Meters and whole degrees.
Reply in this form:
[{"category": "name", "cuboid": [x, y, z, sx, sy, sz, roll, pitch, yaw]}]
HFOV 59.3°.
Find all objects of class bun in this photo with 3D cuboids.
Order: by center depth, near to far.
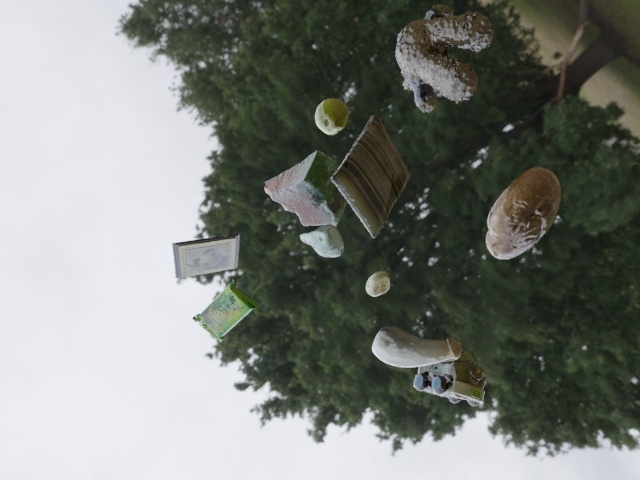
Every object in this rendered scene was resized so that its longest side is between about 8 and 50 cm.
[{"category": "bun", "cuboid": [0.230, 0.170, 2.276, 0.115, 0.115, 0.069, 19, -162, -45]}]

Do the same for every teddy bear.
[{"category": "teddy bear", "cuboid": [0.187, -0.320, 0.961, 0.129, 0.182, 0.251, 21, -176, -12]}]

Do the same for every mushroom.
[{"category": "mushroom", "cuboid": [0.553, -0.072, 1.544, 0.278, 0.278, 0.146, 12, -156, -51]}, {"category": "mushroom", "cuboid": [0.265, 0.312, 1.606, 0.118, 0.270, 0.103, -39, -60, -39]}]

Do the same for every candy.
[{"category": "candy", "cuboid": [-0.250, 0.189, 1.478, 0.102, 0.178, 0.032, 46, -153, -2]}]

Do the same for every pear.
[{"category": "pear", "cuboid": [0.028, -0.312, 1.414, 0.092, 0.092, 0.097, 36, -165, -19]}]

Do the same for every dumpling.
[{"category": "dumpling", "cuboid": [0.007, 0.008, 2.091, 0.216, 0.149, 0.104, 61, -170, -65]}]

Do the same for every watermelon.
[{"category": "watermelon", "cuboid": [-0.036, -0.175, 2.202, 0.264, 0.302, 0.151, 46, -154, -40]}]

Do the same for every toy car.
[{"category": "toy car", "cuboid": [0.451, 0.445, 1.932, 0.204, 0.248, 0.198, 26, -109, -29]}]

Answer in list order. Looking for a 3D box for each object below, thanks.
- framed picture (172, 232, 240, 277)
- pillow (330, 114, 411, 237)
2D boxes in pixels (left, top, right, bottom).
[{"category": "framed picture", "cuboid": [-0.340, 0.050, 1.682, 0.199, 0.195, 0.010, -9, -124, -17]}, {"category": "pillow", "cuboid": [0.124, -0.147, 1.305, 0.208, 0.052, 0.212, 53, -122, -37]}]
